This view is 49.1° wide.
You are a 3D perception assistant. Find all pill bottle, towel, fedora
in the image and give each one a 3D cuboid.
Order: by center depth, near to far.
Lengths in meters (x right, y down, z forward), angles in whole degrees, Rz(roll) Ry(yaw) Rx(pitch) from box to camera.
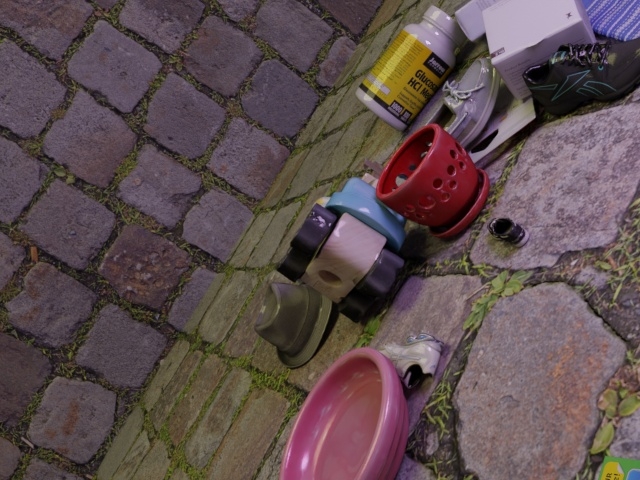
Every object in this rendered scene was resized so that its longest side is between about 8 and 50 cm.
[{"bbox_3d":[0.616,-0.495,1.332,0.243,0.040,0.336,-52,18,16],"label":"towel"},{"bbox_3d":[-0.088,0.189,1.784,0.244,0.124,0.275,-67,18,1],"label":"fedora"},{"bbox_3d":[0.268,-0.499,2.030,0.334,0.188,0.188,-52,17,14],"label":"pill bottle"}]

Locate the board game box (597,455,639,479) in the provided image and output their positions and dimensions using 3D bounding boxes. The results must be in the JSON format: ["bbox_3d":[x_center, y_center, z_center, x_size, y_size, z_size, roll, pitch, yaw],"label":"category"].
[{"bbox_3d":[0.299,0.355,0.608,0.213,0.046,0.317,-20,39,62],"label":"board game box"}]

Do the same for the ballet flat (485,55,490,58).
[{"bbox_3d":[0.459,-0.437,1.590,0.077,0.091,0.241,-40,9,-37],"label":"ballet flat"}]

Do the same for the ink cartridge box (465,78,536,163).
[{"bbox_3d":[0.372,-0.263,1.538,0.275,0.060,0.239,-39,37,42],"label":"ink cartridge box"}]

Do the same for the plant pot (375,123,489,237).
[{"bbox_3d":[0.236,-0.116,1.430,0.191,0.174,0.191,-49,18,22],"label":"plant pot"}]

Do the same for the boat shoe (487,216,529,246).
[{"bbox_3d":[0.325,-0.022,1.247,0.046,0.038,0.125,-53,17,8],"label":"boat shoe"}]

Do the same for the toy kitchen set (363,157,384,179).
[{"bbox_3d":[0.132,-0.188,2.029,0.075,0.068,0.083,-43,21,36],"label":"toy kitchen set"}]

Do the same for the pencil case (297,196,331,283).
[{"bbox_3d":[0.000,0.000,1.949,0.273,0.113,0.124,-70,-15,-44],"label":"pencil case"}]

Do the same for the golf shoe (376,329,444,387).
[{"bbox_3d":[0.145,0.223,1.245,0.176,0.069,0.086,-40,32,50],"label":"golf shoe"}]

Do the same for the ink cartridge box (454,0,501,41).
[{"bbox_3d":[0.521,-0.658,1.770,0.385,0.091,0.308,-30,12,20],"label":"ink cartridge box"}]

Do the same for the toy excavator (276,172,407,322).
[{"bbox_3d":[0.097,-0.042,1.637,0.445,0.222,0.433,-57,1,-28],"label":"toy excavator"}]

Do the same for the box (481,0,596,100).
[{"bbox_3d":[0.434,-0.408,1.390,0.181,0.119,0.182,-23,46,29],"label":"box"}]

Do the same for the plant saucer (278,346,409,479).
[{"bbox_3d":[0.045,0.351,1.215,0.332,0.084,0.332,-50,20,26],"label":"plant saucer"}]

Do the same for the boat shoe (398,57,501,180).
[{"bbox_3d":[0.272,-0.253,1.507,0.320,0.103,0.118,-58,24,30],"label":"boat shoe"}]

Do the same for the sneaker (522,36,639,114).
[{"bbox_3d":[0.474,-0.303,1.251,0.267,0.106,0.101,-20,38,60],"label":"sneaker"}]
